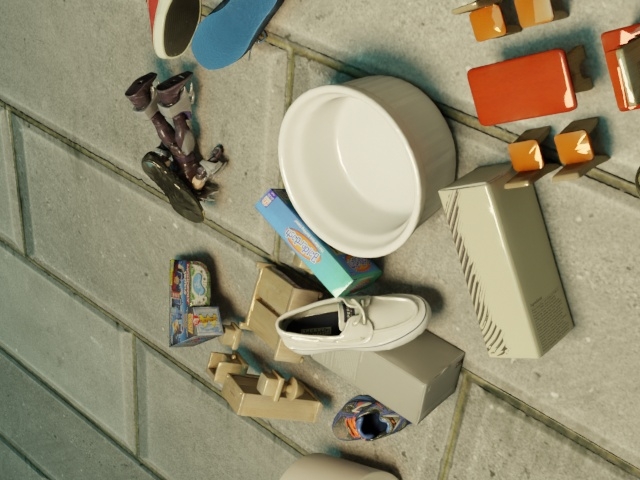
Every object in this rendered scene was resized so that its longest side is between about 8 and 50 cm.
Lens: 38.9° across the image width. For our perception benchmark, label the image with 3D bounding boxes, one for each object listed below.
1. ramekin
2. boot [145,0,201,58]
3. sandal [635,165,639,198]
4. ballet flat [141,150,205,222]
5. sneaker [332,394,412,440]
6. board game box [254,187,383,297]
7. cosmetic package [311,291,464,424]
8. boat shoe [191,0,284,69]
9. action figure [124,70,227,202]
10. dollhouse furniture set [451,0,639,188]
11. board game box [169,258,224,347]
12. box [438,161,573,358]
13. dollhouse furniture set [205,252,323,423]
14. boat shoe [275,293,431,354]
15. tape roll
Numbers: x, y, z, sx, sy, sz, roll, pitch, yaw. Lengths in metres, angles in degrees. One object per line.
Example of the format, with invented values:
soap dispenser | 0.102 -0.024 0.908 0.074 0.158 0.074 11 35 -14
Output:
ramekin | 0.078 -0.125 1.420 0.277 0.135 0.277 22 126 33
boot | -0.304 -0.463 1.638 0.176 0.088 0.244 26 120 33
sandal | 0.525 -0.072 1.056 0.303 0.120 0.086 1 141 45
ballet flat | -0.277 -0.103 1.744 0.057 0.049 0.173 -24 118 28
sneaker | 0.087 0.339 1.707 0.221 0.087 0.083 -33 87 48
board game box | 0.000 0.000 1.547 0.047 0.160 0.210 -47 76 17
cosmetic package | 0.115 0.200 1.575 0.238 0.127 0.107 33 131 29
boat shoe | -0.117 -0.371 1.510 0.258 0.089 0.109 -28 105 43
action figure | -0.270 -0.185 1.753 0.185 0.099 0.285 14 136 31
dollhouse furniture set | 0.302 -0.203 1.158 0.259 0.135 0.262 -6 108 46
board game box | -0.260 0.138 1.893 0.194 0.060 0.194 2 92 63
box | 0.276 0.030 1.336 0.094 0.113 0.275 -6 106 47
dollhouse furniture set | -0.060 0.159 1.775 0.303 0.174 0.355 31 107 61
boat shoe | 0.052 0.135 1.494 0.258 0.084 0.095 -15 61 13
tape roll | 0.034 0.550 1.761 0.169 0.246 0.246 6 116 42
